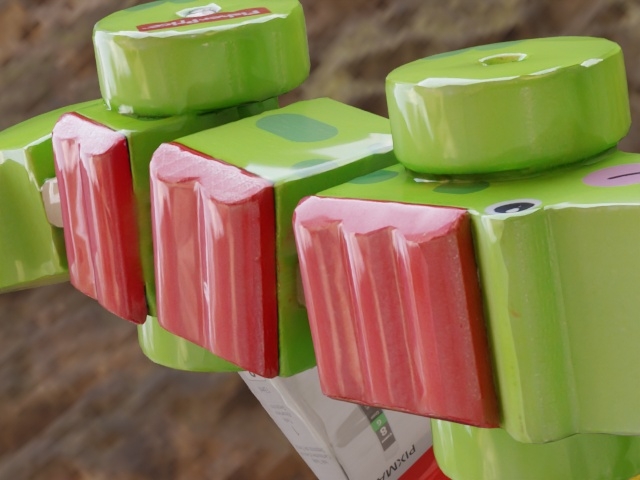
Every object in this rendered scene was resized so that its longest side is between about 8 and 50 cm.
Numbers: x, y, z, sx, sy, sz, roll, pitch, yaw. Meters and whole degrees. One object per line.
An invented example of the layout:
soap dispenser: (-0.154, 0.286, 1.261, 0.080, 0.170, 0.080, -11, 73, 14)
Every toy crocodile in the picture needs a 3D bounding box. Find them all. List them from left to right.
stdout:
toy crocodile: (0.000, 0.000, 0.569, 0.105, 0.340, 0.115, -21, -67, -38)

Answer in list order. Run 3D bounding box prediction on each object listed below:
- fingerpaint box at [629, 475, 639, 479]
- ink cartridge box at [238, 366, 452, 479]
fingerpaint box: (0.331, 0.162, 1.392, 0.445, 0.371, 0.163, -31, 0, -37)
ink cartridge box: (0.073, 0.073, 1.065, 0.181, 0.224, 0.056, -42, 14, -21)
